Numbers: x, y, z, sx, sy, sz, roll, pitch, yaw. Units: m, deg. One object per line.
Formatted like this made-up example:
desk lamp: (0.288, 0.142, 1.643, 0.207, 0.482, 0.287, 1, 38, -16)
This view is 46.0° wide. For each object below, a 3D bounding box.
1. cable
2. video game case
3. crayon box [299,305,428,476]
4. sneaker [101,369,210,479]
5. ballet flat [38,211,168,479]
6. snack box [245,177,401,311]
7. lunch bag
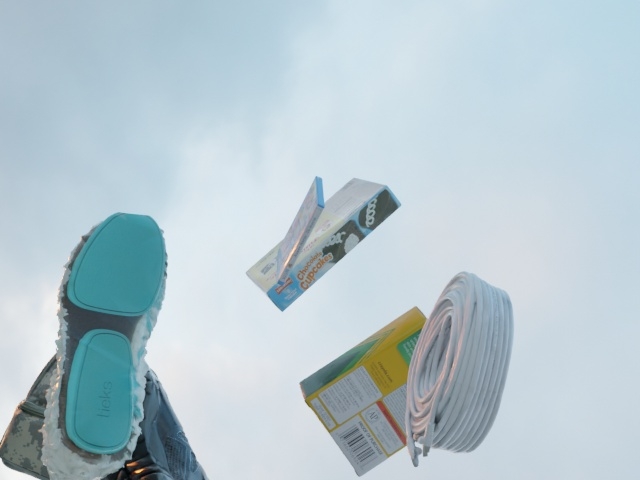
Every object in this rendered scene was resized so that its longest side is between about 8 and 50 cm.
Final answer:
cable: (0.201, 0.177, 1.097, 0.089, 0.257, 0.257, 19, -73, -3)
video game case: (-0.036, -0.018, 1.306, 0.015, 0.119, 0.166, 22, -65, -14)
crayon box: (0.150, 0.272, 1.433, 0.203, 0.323, 0.083, 57, 0, -18)
sneaker: (-0.222, 0.304, 0.999, 0.140, 0.125, 0.341, 47, 6, -35)
ballet flat: (-0.299, 0.137, 1.008, 0.147, 0.409, 0.147, 0, -44, 0)
snack box: (0.000, 0.000, 1.553, 0.060, 0.322, 0.187, 51, -8, -19)
lunch bag: (-0.387, 0.301, 1.314, 0.212, 0.256, 0.305, 18, -20, 3)
